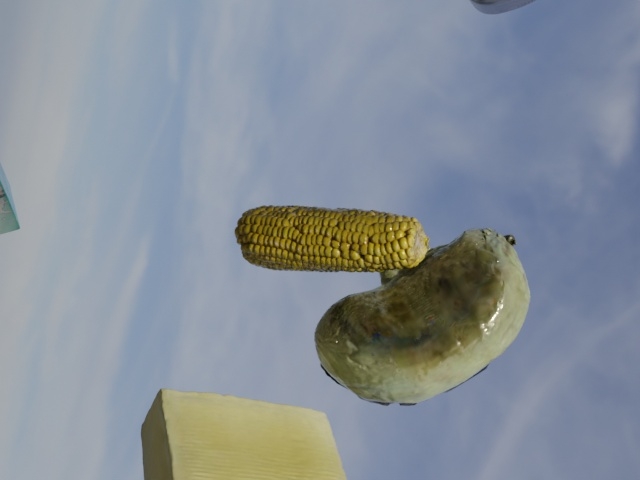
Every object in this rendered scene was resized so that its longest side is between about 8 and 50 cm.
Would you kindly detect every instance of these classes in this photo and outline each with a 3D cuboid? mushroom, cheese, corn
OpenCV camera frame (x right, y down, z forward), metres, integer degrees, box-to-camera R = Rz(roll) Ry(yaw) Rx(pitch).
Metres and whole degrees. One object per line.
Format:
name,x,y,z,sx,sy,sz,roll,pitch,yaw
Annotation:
mushroom,0.159,0.105,1.544,0.130,0.344,0.247,127,-57,-80
cheese,-0.106,0.335,1.475,0.124,0.266,0.242,-62,-153,32
corn,0.000,0.000,1.500,0.310,0.101,0.101,5,-98,31

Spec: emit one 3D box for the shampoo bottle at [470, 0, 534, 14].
shampoo bottle,0.135,-0.186,0.715,0.040,0.080,0.165,67,14,-2

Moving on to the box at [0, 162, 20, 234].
box,-0.569,-0.093,1.602,0.245,0.153,0.092,91,-19,-61
